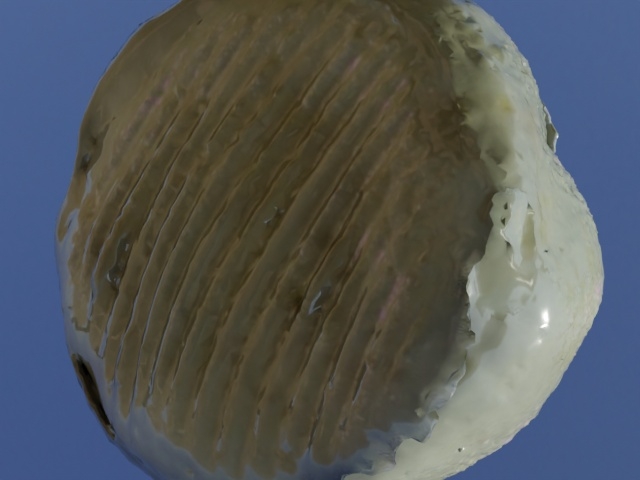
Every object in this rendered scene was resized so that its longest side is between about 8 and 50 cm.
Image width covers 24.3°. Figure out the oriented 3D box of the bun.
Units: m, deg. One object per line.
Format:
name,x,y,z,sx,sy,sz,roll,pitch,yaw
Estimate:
bun,0.000,0.000,0.614,0.239,0.141,0.239,-9,-105,33
